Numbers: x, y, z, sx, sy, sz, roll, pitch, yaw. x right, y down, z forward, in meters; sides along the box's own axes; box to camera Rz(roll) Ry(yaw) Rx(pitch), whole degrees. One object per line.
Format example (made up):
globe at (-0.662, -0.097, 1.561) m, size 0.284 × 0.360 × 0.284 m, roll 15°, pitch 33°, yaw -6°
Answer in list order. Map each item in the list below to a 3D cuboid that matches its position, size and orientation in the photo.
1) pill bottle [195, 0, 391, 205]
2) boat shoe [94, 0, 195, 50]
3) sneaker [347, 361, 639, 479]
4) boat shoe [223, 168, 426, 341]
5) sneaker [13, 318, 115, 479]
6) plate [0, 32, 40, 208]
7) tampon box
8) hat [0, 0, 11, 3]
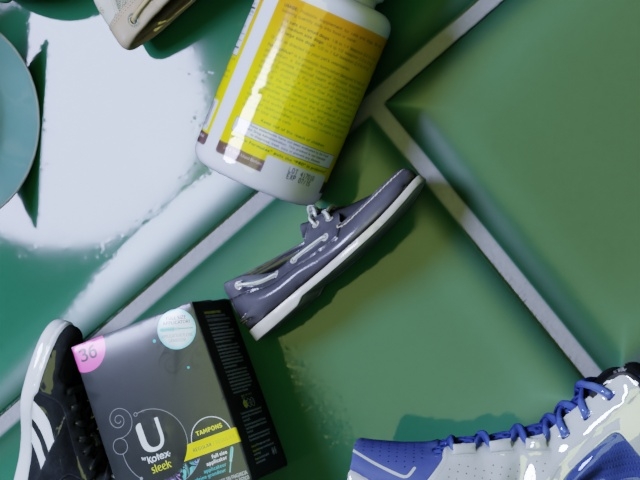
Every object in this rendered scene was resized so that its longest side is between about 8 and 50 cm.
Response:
pill bottle at (-0.016, -0.146, 1.263) m, size 0.117 × 0.117 × 0.215 m, roll 25°, pitch 96°, yaw 14°
boat shoe at (-0.070, -0.269, 1.289) m, size 0.302 × 0.109 × 0.098 m, roll -29°, pitch 88°, yaw 19°
sneaker at (0.190, 0.176, 1.211) m, size 0.315 × 0.127 × 0.182 m, roll 13°, pitch 89°, yaw 8°
boat shoe at (0.000, 0.000, 1.281) m, size 0.206 × 0.075 × 0.065 m, roll -42°, pitch 82°, yaw 16°
sneaker at (-0.204, 0.184, 1.339) m, size 0.121 × 0.079 × 0.217 m, roll 13°, pitch 101°, yaw 12°
plate at (-0.329, -0.107, 1.326) m, size 0.024 × 0.188 × 0.188 m, roll 5°, pitch 91°, yaw 41°
tampon box at (-0.121, 0.145, 1.297) m, size 0.120 × 0.101 × 0.161 m, roll -22°, pitch 84°, yaw 14°
hat at (-0.219, -0.312, 1.365) m, size 0.208 × 0.183 × 0.173 m, roll 52°, pitch 145°, yaw 37°
